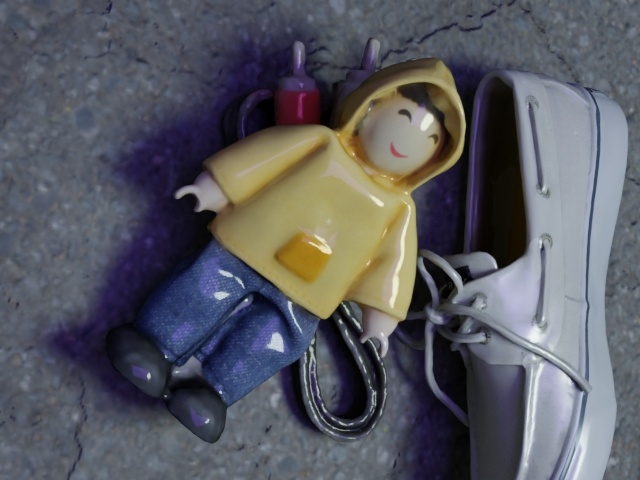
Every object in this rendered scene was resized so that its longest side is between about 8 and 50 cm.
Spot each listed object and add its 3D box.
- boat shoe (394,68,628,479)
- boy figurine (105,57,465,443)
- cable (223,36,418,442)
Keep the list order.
[{"bbox_3d":[0.128,0.042,0.839,0.156,0.136,0.367,15,78,-26],"label":"boat shoe"},{"bbox_3d":[-0.003,0.001,0.750,0.285,0.092,0.177,-45,100,2],"label":"boy figurine"},{"bbox_3d":[0.000,0.000,0.810,0.139,0.072,0.287,4,86,-22],"label":"cable"}]
